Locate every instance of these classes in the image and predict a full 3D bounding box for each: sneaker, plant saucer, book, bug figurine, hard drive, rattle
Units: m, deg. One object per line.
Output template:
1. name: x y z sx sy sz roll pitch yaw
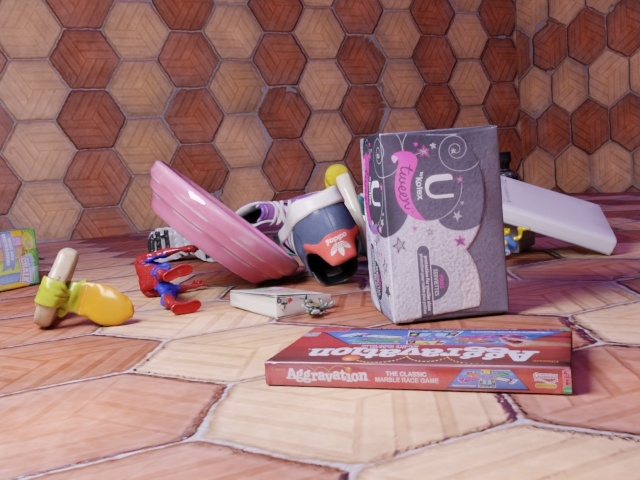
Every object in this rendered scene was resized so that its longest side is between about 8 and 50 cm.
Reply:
1. sneaker: 0.005 0.017 1.334 0.131 0.148 0.350 -24 -8 -4
2. plant saucer: -0.194 -0.022 1.353 0.332 0.084 0.332 37 0 0
3. sneaker: -0.082 -0.065 1.797 0.282 0.102 0.161 -14 -7 10
4. book: -0.063 0.091 1.097 0.096 0.035 0.144 -3 3 -34
5. bug figurine: 0.265 0.005 1.403 0.279 0.072 0.216 2 0 17
6. hard drive: 0.434 -0.070 1.476 0.308 0.040 0.203 18 26 2
7. sneaker: -0.303 0.004 1.854 0.292 0.110 0.118 -1 -3 29
8. rattle: -0.376 0.092 1.131 0.143 0.130 0.199 5 -25 -20

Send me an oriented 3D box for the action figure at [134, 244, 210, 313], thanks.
1. action figure: -0.239 0.059 1.245 0.139 0.091 0.280 -14 10 -27

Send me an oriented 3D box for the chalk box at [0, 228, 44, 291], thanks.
1. chalk box: -0.714 0.041 1.583 0.133 0.132 0.213 -1 6 25

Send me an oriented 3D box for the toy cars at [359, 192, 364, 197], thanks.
1. toy cars: 0.187 -0.051 1.880 0.176 0.087 0.394 41 -27 -29

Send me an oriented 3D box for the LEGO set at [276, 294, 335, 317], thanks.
1. LEGO set: -0.021 0.095 1.010 0.083 0.023 0.054 5 15 -3

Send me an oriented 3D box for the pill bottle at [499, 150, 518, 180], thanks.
1. pill bottle: 0.415 -0.102 1.722 0.123 0.219 0.123 -4 5 0

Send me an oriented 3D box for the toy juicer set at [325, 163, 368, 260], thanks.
1. toy juicer set: 0.078 -0.062 1.453 0.090 0.209 0.329 -16 1 -6

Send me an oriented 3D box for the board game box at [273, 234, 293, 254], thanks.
1. board game box: 0.000 0.000 1.896 0.210 0.047 0.160 -6 6 -22

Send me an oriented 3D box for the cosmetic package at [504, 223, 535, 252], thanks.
1. cosmetic package: 0.350 -0.027 1.620 0.238 0.107 0.127 3 11 31

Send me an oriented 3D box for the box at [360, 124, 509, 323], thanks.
1. box: 0.149 -0.025 0.971 0.164 0.247 0.142 -5 4 -7

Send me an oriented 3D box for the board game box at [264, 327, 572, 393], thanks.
1. board game box: 0.102 0.115 0.712 0.282 0.027 0.145 -2 7 19

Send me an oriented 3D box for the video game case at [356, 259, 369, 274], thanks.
1. video game case: 0.130 0.052 1.411 0.119 0.015 0.166 -8 6 -41
